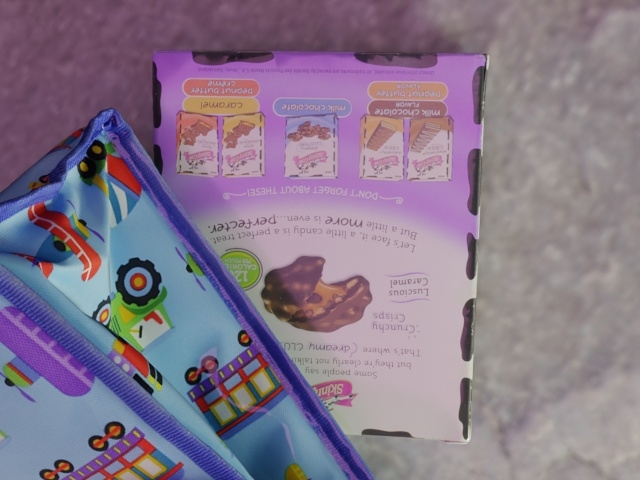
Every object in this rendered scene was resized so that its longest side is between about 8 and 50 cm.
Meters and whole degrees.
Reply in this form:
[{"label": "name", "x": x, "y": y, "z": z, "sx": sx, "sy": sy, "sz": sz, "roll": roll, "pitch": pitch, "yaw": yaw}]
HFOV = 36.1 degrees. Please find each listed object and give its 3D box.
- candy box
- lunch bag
[{"label": "candy box", "x": 0.000, "y": 0.000, "z": 0.518, "sx": 0.165, "sy": 0.070, "sz": 0.196, "roll": 2, "pitch": 99, "yaw": 6}, {"label": "lunch bag", "x": -0.099, "y": 0.128, "z": 0.472, "sx": 0.221, "sy": 0.138, "sz": 0.293, "roll": -34, "pitch": 105, "yaw": 26}]
